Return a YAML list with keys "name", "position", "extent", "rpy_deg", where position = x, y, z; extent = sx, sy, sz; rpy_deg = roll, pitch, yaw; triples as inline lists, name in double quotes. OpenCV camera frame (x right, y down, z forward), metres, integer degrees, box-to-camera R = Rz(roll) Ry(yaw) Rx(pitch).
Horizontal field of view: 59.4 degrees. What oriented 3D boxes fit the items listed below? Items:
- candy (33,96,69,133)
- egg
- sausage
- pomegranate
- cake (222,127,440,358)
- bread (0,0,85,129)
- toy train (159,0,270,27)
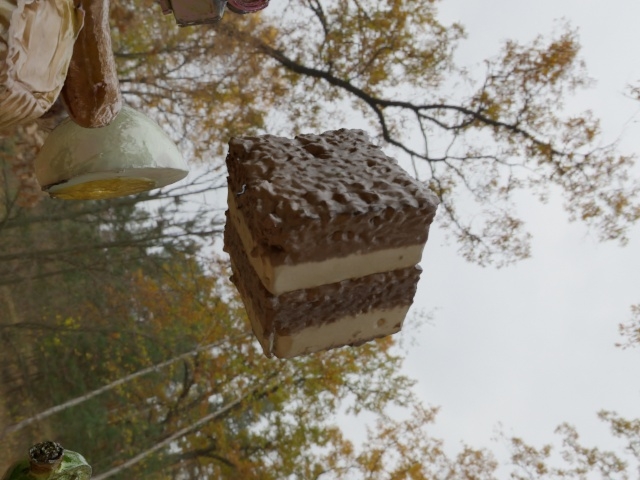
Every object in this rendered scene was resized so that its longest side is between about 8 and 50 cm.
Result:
- name: "candy"
  position: [-0.669, -0.399, 1.469]
  extent: [0.157, 0.215, 0.289]
  rpy_deg: [60, 9, -61]
- name: "egg"
  position: [-0.480, -0.212, 1.287]
  extent: [0.337, 0.337, 0.200]
  rpy_deg: [-9, -86, 63]
- name: "sausage"
  position: [-0.368, -0.299, 0.867]
  extent: [0.109, 0.109, 0.270]
  rpy_deg: [54, -33, 39]
- name: "pomegranate"
  position: [-0.413, 0.365, 0.824]
  extent: [0.123, 0.143, 0.168]
  rpy_deg: [8, -70, 41]
- name: "cake"
  position: [0.000, 0.000, 0.895]
  extent: [0.255, 0.282, 0.290]
  rpy_deg: [-120, -153, -46]
- name: "bread"
  position: [-0.372, -0.226, 0.599]
  extent: [0.274, 0.150, 0.273]
  rpy_deg: [-166, -90, -83]
- name: "toy train"
  position: [-0.155, -0.429, 0.780]
  extent: [0.260, 0.178, 0.134]
  rpy_deg: [88, -9, -55]
